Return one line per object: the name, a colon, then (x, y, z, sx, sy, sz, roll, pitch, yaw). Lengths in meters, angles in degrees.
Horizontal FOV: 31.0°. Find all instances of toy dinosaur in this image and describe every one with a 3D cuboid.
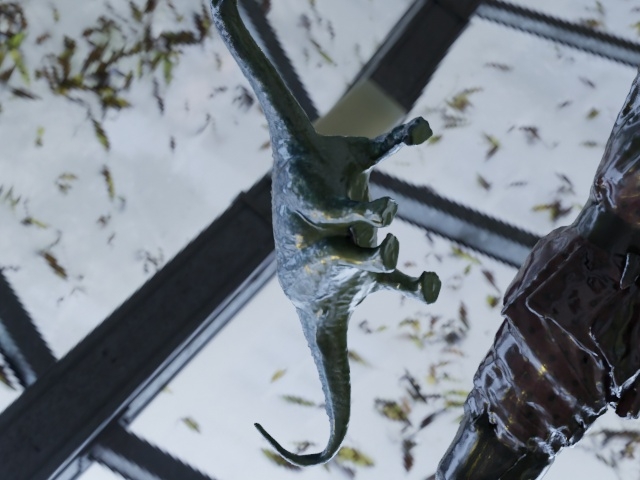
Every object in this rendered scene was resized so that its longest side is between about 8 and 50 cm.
toy dinosaur: (0.008, -0.003, 0.797, 0.076, 0.147, 0.362, -27, -67, -48)

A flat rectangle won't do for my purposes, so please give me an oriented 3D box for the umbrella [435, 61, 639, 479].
umbrella: (0.156, 0.019, 0.616, 0.090, 0.326, 0.094, 21, -164, -19)
